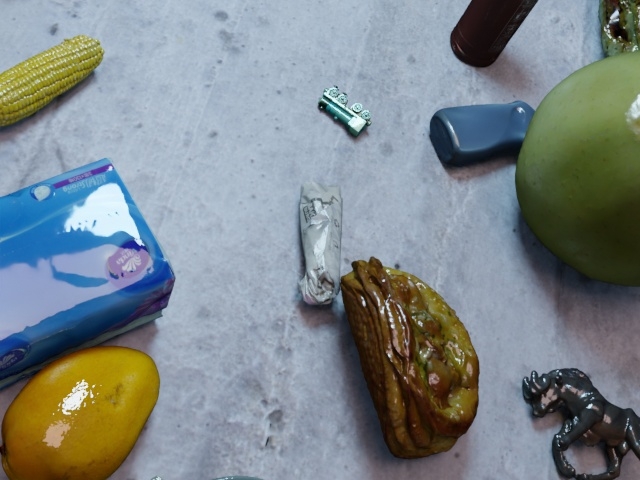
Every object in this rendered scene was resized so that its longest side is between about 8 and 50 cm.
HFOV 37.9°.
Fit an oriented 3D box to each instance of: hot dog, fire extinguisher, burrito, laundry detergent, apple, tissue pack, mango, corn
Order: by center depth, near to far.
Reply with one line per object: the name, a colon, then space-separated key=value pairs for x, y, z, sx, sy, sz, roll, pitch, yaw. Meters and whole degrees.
mango: x=-0.273 y=0.201 z=1.084 sx=0.145 sy=0.112 sz=0.219 roll=40 pitch=46 yaw=6
tissue pack: x=-0.338 y=0.041 z=1.122 sx=0.263 sy=0.146 sz=0.198 roll=-24 pitch=73 yaw=-28
hot dog: x=0.115 y=0.141 z=1.224 sx=0.196 sy=0.122 sz=0.272 roll=19 pitch=50 yaw=-49
corn: x=-0.390 y=-0.224 z=1.297 sx=0.067 sy=0.067 sz=0.206 roll=43 pitch=58 yaw=7
burrito: x=0.000 y=-0.001 z=1.312 sx=0.064 sy=0.064 sz=0.203 roll=10 pitch=59 yaw=-13
apple: x=0.473 y=-0.103 z=1.368 sx=0.357 sy=0.357 sz=0.357 roll=8 pitch=60 yaw=-14
laundry detergent: x=0.279 y=-0.179 z=1.504 sx=0.206 sy=0.061 sz=0.097 roll=-13 pitch=62 yaw=-25
fire extinguisher: x=0.305 y=-0.403 z=1.510 sx=0.104 sy=0.269 sz=0.105 roll=8 pitch=60 yaw=-14

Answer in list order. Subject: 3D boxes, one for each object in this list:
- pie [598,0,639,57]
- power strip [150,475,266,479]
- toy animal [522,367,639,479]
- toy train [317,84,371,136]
pie: x=0.700 y=-0.363 z=1.681 sx=0.395 sy=0.180 sz=0.418 roll=-7 pitch=72 yaw=-23
power strip: x=-0.096 y=0.357 z=1.086 sx=0.253 sy=0.054 sz=0.168 roll=28 pitch=55 yaw=-3
toy animal: x=0.387 y=0.260 z=1.286 sx=0.232 sy=0.084 sz=0.148 roll=24 pitch=56 yaw=-1
toy train: x=0.037 y=-0.202 z=1.454 sx=0.092 sy=0.029 sz=0.045 roll=37 pitch=73 yaw=8
